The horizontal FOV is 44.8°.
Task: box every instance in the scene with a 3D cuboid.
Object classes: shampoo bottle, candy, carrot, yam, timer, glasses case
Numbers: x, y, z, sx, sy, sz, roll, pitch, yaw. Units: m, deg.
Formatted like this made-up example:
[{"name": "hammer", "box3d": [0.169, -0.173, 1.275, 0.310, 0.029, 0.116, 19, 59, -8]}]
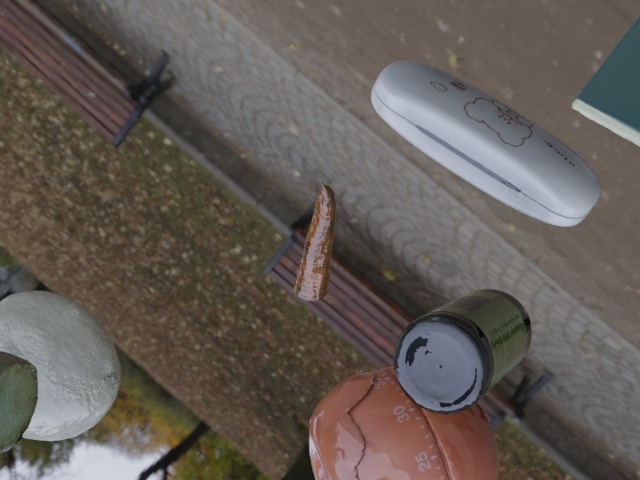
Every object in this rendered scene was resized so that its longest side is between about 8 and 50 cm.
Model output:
[{"name": "shampoo bottle", "box3d": [0.179, 0.110, 0.878, 0.101, 0.101, 0.284, 37, -159, 20]}, {"name": "candy", "box3d": [-0.499, 0.228, 1.387, 0.295, 0.295, 0.185, 41, -162, 1]}, {"name": "carrot", "box3d": [0.000, 0.000, 1.194, 0.057, 0.057, 0.224, 36, 137, 26]}, {"name": "yam", "box3d": [-0.387, 0.142, 0.761, 0.194, 0.107, 0.107, 13, 164, 11]}, {"name": "timer", "box3d": [0.097, 0.270, 0.963, 0.229, 0.215, 0.229, 170, 90, -72]}, {"name": "glasses case", "box3d": [0.127, -0.078, 0.604, 0.193, 0.074, 0.049, 34, 133, 11]}]

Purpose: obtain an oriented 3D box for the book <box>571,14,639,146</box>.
[{"name": "book", "box3d": [0.596, -0.268, 1.208, 0.264, 0.379, 0.031, 36, 158, 16]}]
